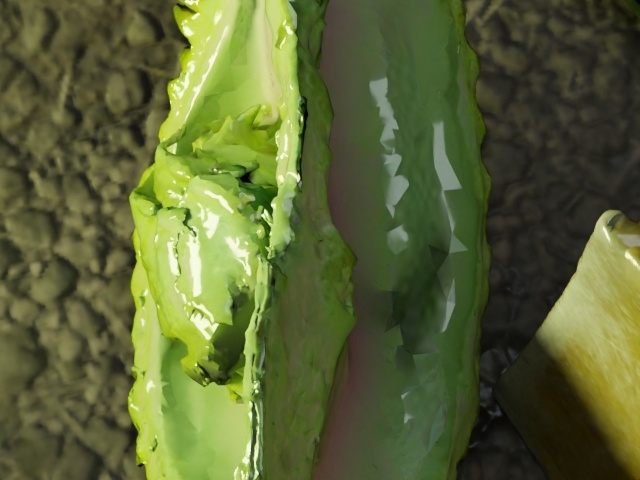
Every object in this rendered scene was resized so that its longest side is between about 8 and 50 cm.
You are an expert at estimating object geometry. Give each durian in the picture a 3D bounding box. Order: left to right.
[{"bbox_3d":[0.000,-0.003,0.785,0.158,0.169,0.355,1,79,-3],"label":"durian"}]

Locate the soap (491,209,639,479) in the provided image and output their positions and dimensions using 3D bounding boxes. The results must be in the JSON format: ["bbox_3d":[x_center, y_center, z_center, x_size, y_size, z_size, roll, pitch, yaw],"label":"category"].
[{"bbox_3d":[0.176,0.100,0.707,0.143,0.281,0.259,-32,77,-9],"label":"soap"}]

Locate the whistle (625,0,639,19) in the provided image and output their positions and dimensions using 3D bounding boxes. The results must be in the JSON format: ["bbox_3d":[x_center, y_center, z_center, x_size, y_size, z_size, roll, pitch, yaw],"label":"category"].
[{"bbox_3d":[0.167,-0.145,0.879,0.105,0.085,0.227,-36,79,-8],"label":"whistle"}]
